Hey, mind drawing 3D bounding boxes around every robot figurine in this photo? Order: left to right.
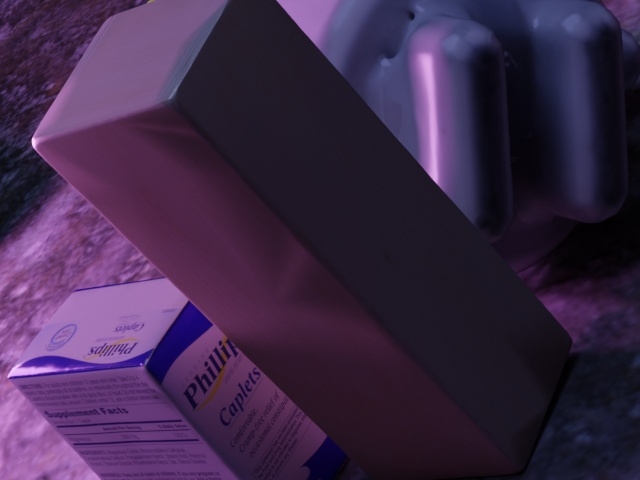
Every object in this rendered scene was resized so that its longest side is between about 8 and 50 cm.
[{"bbox_3d":[0.035,-0.088,1.079,0.300,0.199,0.353,-8,15,-24],"label":"robot figurine"}]

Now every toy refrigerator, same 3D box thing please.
[{"bbox_3d":[0.000,0.000,0.896,0.102,0.269,0.094,-12,42,45],"label":"toy refrigerator"}]

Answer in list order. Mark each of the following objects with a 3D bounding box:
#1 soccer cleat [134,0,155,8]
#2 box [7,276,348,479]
[{"bbox_3d":[-0.109,-0.213,1.643,0.179,0.060,0.072,-40,15,-18],"label":"soccer cleat"},{"bbox_3d":[-0.075,0.091,1.005,0.126,0.137,0.072,-9,38,46],"label":"box"}]
